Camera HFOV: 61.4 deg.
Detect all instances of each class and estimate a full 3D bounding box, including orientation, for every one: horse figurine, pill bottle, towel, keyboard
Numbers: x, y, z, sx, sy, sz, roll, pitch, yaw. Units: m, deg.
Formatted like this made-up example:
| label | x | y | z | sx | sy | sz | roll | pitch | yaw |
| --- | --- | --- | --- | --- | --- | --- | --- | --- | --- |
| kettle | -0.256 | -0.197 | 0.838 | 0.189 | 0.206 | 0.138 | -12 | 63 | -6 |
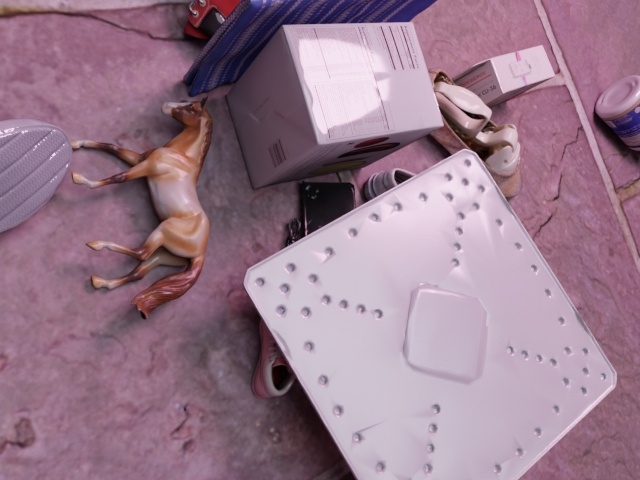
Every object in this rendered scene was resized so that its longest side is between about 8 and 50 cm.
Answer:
| label | x | y | z | sx | sy | sz | roll | pitch | yaw |
| --- | --- | --- | --- | --- | --- | --- | --- | --- | --- |
| horse figurine | -0.200 | -0.040 | 0.656 | 0.174 | 0.066 | 0.263 | -10 | 82 | -25 |
| pill bottle | 0.722 | -0.269 | 1.212 | 0.186 | 0.112 | 0.112 | 36 | 64 | -19 |
| towel | 0.002 | -0.278 | 0.722 | 0.336 | 0.243 | 0.040 | -24 | 95 | -31 |
| keyboard | 0.000 | 0.000 | 0.771 | 0.108 | 0.023 | 0.180 | 0 | 71 | -8 |

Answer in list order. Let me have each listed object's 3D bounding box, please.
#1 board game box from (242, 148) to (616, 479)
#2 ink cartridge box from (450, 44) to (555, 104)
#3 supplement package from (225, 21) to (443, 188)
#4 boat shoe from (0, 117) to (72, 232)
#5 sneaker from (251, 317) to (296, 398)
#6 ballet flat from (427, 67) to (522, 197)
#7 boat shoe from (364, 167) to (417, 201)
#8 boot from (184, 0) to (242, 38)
| label | x | y | z | sx | sy | sz | roll | pitch | yaw |
| --- | --- | --- | --- | --- | --- | --- | --- | --- | --- |
| board game box | 0.153 | 0.123 | 0.706 | 0.390 | 0.050 | 0.390 | -29 | 86 | -22 |
| ink cartridge box | 0.312 | -0.284 | 0.976 | 0.198 | 0.115 | 0.067 | -23 | 91 | -31 |
| supplement package | 0.014 | -0.179 | 0.733 | 0.203 | 0.194 | 0.149 | -15 | 87 | -31 |
| boat shoe | -0.390 | -0.037 | 0.525 | 0.302 | 0.094 | 0.109 | -46 | 148 | -36 |
| sneaker | -0.051 | 0.138 | 0.698 | 0.051 | 0.070 | 0.134 | 17 | 70 | -22 |
| ballet flat | 0.271 | -0.182 | 0.934 | 0.316 | 0.106 | 0.108 | 32 | 65 | -20 |
| boat shoe | 0.179 | -0.050 | 0.869 | 0.226 | 0.075 | 0.083 | 18 | 71 | -26 |
| boot | -0.143 | -0.373 | 0.708 | 0.176 | 0.088 | 0.244 | -34 | 114 | 7 |
